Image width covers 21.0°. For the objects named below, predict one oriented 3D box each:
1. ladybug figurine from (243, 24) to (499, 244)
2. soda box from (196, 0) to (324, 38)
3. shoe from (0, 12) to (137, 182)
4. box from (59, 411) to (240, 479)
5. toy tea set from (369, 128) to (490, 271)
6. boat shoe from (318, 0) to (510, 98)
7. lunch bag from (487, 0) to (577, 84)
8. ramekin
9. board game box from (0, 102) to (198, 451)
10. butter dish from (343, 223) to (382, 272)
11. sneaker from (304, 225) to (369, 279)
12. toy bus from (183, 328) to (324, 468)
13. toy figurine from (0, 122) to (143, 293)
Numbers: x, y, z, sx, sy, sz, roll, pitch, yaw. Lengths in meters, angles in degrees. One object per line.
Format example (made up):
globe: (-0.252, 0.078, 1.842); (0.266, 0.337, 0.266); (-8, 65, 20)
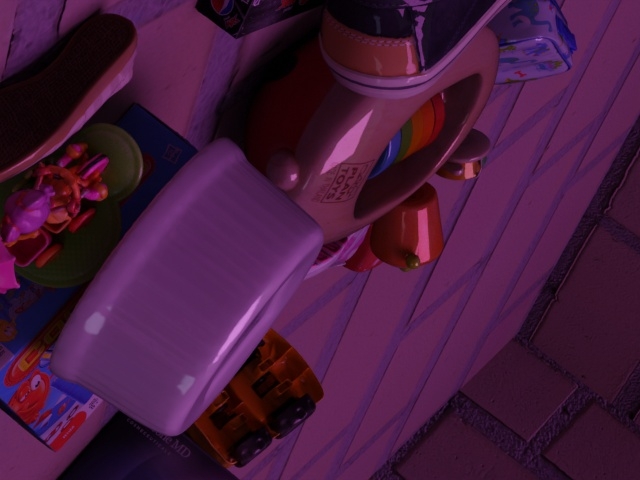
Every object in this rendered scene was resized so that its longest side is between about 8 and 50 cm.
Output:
ladybug figurine: (0.050, -0.150, 2.016); (0.449, 0.162, 0.305); (-28, 152, -58)
soda box: (-0.048, -0.253, 1.709); (0.169, 0.053, 0.060); (-30, 154, -53)
shoe: (-0.230, -0.108, 1.464); (0.219, 0.076, 0.058); (-46, 158, -30)
box: (-0.220, 0.416, 2.257); (0.294, 0.296, 0.183); (-49, 164, -16)
toy tea set: (0.115, -0.073, 2.303); (0.336, 0.200, 0.124); (-43, 143, -44)
boat shoe: (0.154, -0.348, 1.795); (0.500, 0.186, 0.156); (-53, 153, -37)
lunch bag: (0.246, -0.269, 2.305); (0.219, 0.176, 0.090); (21, 63, -71)
ramekin: (-0.117, 0.052, 1.620); (0.277, 0.135, 0.277); (-54, 175, -7)
board game box: (-0.234, 0.049, 1.783); (0.308, 0.086, 0.302); (-49, 165, -11)
butter dish: (0.086, -0.016, 2.506); (0.160, 0.118, 0.160); (-37, 158, -46)
sneaker: (0.000, 0.000, 2.323); (0.252, 0.103, 0.111); (-37, 157, -43)
toy bus: (-0.137, 0.256, 2.470); (0.220, 0.149, 0.211); (-34, 173, -43)
toy figurine: (-0.242, -0.018, 1.460); (0.173, 0.130, 0.159); (-43, 179, 19)
